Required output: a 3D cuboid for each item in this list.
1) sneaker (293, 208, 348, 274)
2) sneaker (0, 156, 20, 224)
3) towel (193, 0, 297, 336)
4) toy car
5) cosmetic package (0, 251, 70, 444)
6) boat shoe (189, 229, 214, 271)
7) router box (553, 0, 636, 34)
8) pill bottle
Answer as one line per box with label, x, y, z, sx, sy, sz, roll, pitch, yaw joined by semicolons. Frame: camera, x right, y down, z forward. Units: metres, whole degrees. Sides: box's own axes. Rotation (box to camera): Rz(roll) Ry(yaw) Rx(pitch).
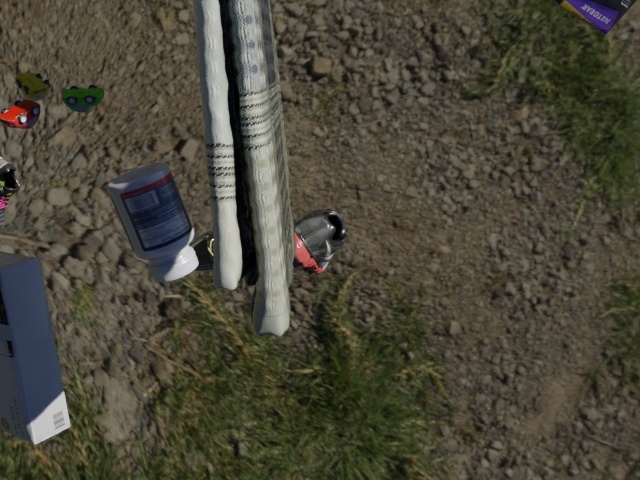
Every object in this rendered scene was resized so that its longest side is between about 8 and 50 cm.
sneaker;0.000;0.000;1.531;0.135;0.276;0.098;-35;79;4
sneaker;-0.729;-0.108;1.663;0.063;0.074;0.170;-25;129;-62
towel;-0.065;-0.103;0.668;0.056;0.312;0.324;-6;103;1
toy car;-0.626;-0.328;1.727;0.225;0.239;0.053;-3;130;-6
cosmetic package;-0.400;0.139;0.954;0.060;0.098;0.239;-22;112;-49
boat shoe;-0.248;0.009;1.938;0.305;0.091;0.109;-18;86;17
router box;0.314;-0.416;0.806;0.081;0.243;0.309;18;39;-28
pill bottle;-0.272;-0.028;1.210;0.108;0.108;0.180;-26;111;-22
